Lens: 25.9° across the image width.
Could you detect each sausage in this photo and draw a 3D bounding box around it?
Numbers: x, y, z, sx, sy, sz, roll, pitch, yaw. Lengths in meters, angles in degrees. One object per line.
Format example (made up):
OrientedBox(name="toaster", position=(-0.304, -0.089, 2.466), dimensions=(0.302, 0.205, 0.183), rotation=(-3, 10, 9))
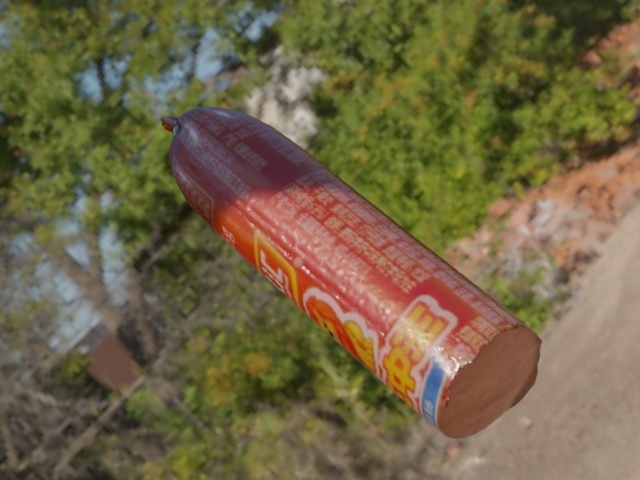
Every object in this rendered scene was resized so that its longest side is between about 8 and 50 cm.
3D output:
OrientedBox(name="sausage", position=(0.000, 0.000, 0.768), dimensions=(0.074, 0.274, 0.074), rotation=(-31, -37, -26))
